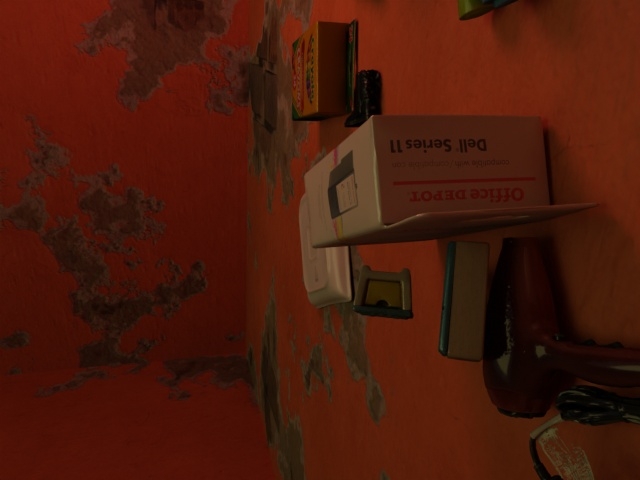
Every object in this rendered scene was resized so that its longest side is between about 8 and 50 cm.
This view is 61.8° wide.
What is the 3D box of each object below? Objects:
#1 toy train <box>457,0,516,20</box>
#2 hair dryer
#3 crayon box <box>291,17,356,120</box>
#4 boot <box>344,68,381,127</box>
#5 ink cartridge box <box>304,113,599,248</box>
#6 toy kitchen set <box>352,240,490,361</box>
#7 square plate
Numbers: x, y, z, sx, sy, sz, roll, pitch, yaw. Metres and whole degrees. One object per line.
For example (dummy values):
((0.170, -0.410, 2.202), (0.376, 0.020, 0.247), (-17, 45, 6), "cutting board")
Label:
((0.175, -0.337, 0.652), (0.248, 0.105, 0.144), (-151, 43, -77), "toy train")
((0.249, 0.115, 0.515), (0.224, 0.080, 0.294), (-58, 40, 38), "hair dryer")
((0.000, -0.400, 1.287), (0.318, 0.081, 0.202), (-154, 63, -72), "crayon box")
((0.082, -0.282, 1.069), (0.121, 0.045, 0.099), (-178, 83, -68), "boot")
((0.122, -0.065, 0.643), (0.353, 0.207, 0.119), (164, 102, -73), "ink cartridge box")
((0.111, 0.081, 0.656), (0.207, 0.166, 0.122), (52, -136, -70), "toy kitchen set")
((0.000, 0.000, 1.410), (0.347, 0.049, 0.344), (144, 122, -72), "square plate")
